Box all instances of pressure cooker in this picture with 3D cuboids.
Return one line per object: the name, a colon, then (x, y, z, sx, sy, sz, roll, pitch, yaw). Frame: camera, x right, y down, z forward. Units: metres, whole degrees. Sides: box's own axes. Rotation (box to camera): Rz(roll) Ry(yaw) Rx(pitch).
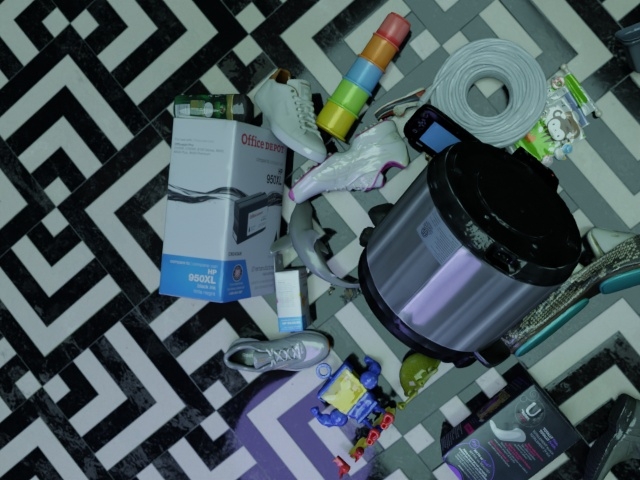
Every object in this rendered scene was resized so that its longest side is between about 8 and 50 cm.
pressure cooker: (0.281, 0.043, 1.660, 0.375, 0.370, 0.420, 23, 130, -16)

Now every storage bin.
storage bin: (0.738, -0.439, 1.752, 0.135, 0.098, 0.091, -20, 116, 9)

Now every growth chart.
growth chart: (0.530, -0.268, 1.819, 0.237, 0.021, 0.172, -42, 85, 10)

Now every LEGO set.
LEGO set: (0.061, 0.126, 1.909, 0.083, 0.023, 0.054, 29, 94, 20)

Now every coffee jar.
coffee jar: (-0.256, -0.315, 1.904, 0.184, 0.096, 0.079, 1, 93, 8)

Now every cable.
cable: (0.382, -0.329, 1.794, 0.257, 0.089, 0.257, 33, 92, 13)

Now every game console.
game console: (0.340, -0.162, 1.768, 0.361, 0.044, 0.213, 36, 126, -5)

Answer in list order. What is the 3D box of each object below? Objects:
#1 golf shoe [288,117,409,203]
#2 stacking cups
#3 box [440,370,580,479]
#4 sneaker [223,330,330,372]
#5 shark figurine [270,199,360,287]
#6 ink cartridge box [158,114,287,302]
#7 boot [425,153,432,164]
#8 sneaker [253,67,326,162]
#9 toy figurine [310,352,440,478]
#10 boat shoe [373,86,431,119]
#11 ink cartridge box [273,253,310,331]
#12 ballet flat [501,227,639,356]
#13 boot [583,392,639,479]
golf shoe: (0.069, -0.159, 1.851, 0.306, 0.115, 0.140, -33, 91, 9)
stacking cups: (0.098, -0.391, 1.845, 0.096, 0.096, 0.316, 32, 96, 7)
box: (0.426, 0.455, 1.796, 0.270, 0.143, 0.165, -40, 88, 8)
sneaker: (-0.108, 0.279, 1.887, 0.262, 0.121, 0.099, -9, 91, 9)
shark figurine: (0.003, 0.026, 1.833, 0.166, 0.116, 0.278, -33, 79, -35)
ink cartridge box: (-0.214, -0.071, 1.798, 0.166, 0.285, 0.395, 6, 93, 21)
boot: (0.285, -0.159, 1.845, 0.084, 0.059, 0.158, 6, 92, 4)
sneaker: (-0.056, -0.298, 1.803, 0.123, 0.106, 0.290, -52, 51, 22)
toy figurine: (0.088, 0.347, 1.832, 0.217, 0.191, 0.362, 41, 96, 11)
boat shoe: (0.193, -0.316, 1.859, 0.137, 0.049, 0.043, -24, 90, 4)
ink cartridge box: (-0.068, 0.122, 1.884, 0.061, 0.104, 0.181, -5, 91, 9)
ballet flat: (0.589, 0.079, 1.766, 0.483, 0.164, 0.182, -31, 67, 10)
boot: (0.718, 0.484, 1.788, 0.161, 0.083, 0.246, 25, 97, 2)
